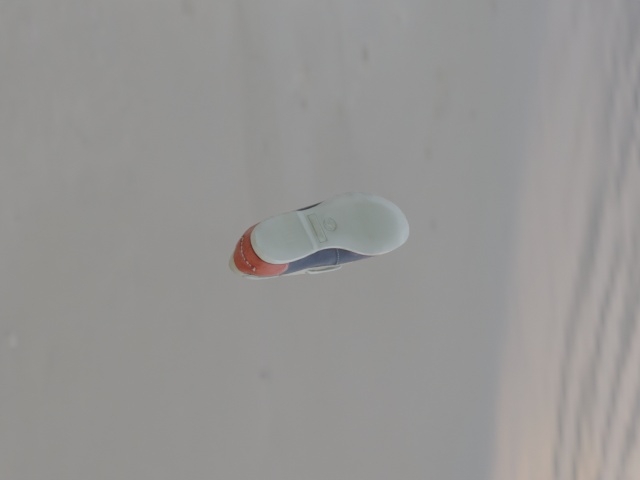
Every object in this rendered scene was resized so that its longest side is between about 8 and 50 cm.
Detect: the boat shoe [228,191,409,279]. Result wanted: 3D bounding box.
[{"bbox_3d":[0.000,0.000,1.339,0.137,0.043,0.049,-12,70,-37],"label":"boat shoe"}]
